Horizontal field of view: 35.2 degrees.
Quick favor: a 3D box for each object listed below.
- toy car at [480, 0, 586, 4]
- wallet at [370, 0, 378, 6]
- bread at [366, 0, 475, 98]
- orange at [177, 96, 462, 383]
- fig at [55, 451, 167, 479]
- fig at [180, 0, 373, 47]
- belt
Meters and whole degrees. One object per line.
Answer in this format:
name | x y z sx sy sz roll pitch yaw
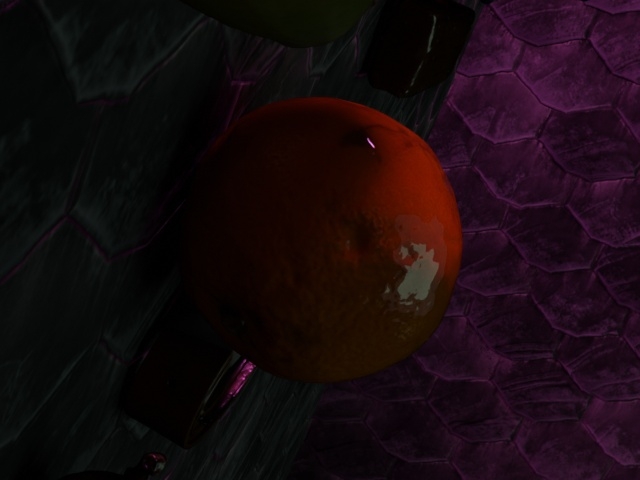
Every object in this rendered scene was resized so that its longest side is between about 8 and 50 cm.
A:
toy car | 0.397 -0.604 1.854 0.226 0.242 0.336 -12 103 -75
wallet | 0.066 -0.366 1.361 0.153 0.038 0.118 -51 161 -48
bread | 0.188 -0.367 1.864 0.416 0.113 0.165 -39 151 -69
orange | 0.000 0.000 1.073 0.312 0.312 0.312 24 90 -82
fig | -0.218 0.279 0.950 0.274 0.145 0.170 -54 179 28
fig | -0.031 -0.226 0.571 0.207 0.207 0.230 -65 165 -7
belt | -0.142 0.141 1.249 0.261 0.105 0.184 -47 162 -57
